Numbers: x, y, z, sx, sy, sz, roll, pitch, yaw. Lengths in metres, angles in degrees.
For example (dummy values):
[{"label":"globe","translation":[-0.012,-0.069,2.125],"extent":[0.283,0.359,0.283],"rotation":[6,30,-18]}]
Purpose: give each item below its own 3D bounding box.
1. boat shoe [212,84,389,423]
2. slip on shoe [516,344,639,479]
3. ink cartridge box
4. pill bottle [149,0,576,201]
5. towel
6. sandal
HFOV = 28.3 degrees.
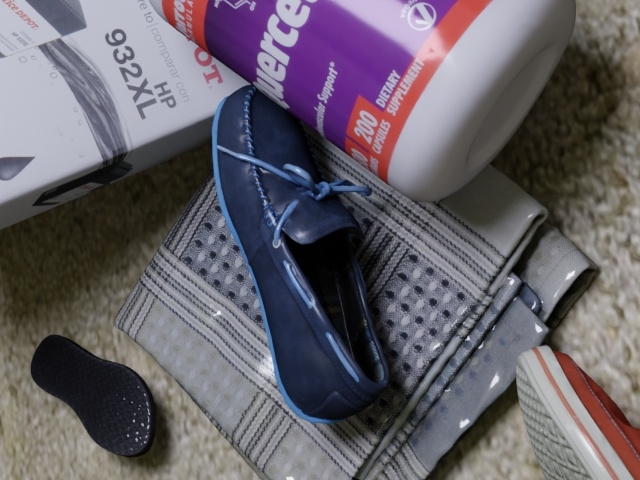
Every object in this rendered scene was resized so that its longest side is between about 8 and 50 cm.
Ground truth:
[{"label":"boat shoe","translation":[0.000,0.000,0.930],"extent":[0.089,0.109,0.258],"rotation":[-27,81,45]},{"label":"slip on shoe","translation":[0.241,0.191,0.813],"extent":[0.101,0.123,0.331],"rotation":[-31,57,-14]},{"label":"ink cartridge box","translation":[-0.234,-0.143,0.998],"extent":[0.307,0.129,0.223],"rotation":[-25,88,-19]},{"label":"pill bottle","translation":[0.003,-0.182,0.887],"extent":[0.323,0.181,0.181],"rotation":[37,98,15]},{"label":"towel","translation":[0.009,0.041,0.992],"extent":[0.324,0.056,0.312],"rotation":[42,100,28]},{"label":"sandal","translation":[-0.189,0.131,1.097],"extent":[0.179,0.040,0.067],"rotation":[27,88,45]}]
